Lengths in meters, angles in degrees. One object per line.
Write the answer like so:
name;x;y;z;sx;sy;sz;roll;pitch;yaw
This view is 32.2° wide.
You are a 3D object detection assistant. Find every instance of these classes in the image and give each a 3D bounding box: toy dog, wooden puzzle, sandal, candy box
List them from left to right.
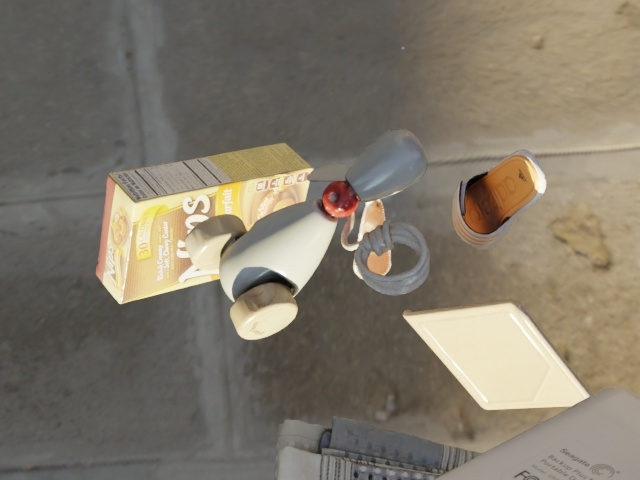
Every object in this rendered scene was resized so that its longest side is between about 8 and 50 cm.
candy box;-0.174;-0.031;1.679;0.087;0.316;0.183;42;132;36
toy dog;0.000;0.000;1.410;0.333;0.161;0.220;-15;73;18
sandal;0.241;-0.058;1.637;0.076;0.265;0.102;-21;75;-21
wooden puzzle;0.261;0.164;1.599;0.221;0.238;0.044;49;58;-24

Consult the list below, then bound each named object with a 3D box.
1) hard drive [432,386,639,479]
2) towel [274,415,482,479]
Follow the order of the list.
hard drive;0.090;0.170;0.478;0.307;0.203;0.040;-22;116;-27
towel;0.094;0.344;1.143;0.312;0.324;0.056;14;142;-19
